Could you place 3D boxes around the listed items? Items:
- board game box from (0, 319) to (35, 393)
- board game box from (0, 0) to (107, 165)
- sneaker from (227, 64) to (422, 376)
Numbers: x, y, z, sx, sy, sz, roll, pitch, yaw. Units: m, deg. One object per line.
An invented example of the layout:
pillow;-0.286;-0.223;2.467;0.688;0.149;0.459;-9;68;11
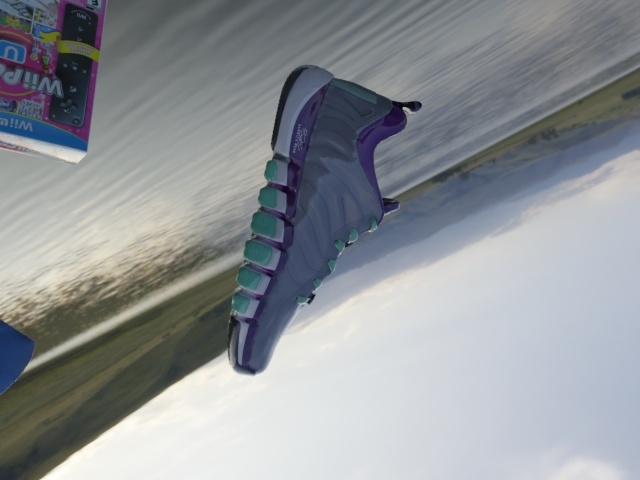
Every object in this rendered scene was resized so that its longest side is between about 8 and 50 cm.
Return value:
board game box;-0.434;0.158;0.619;0.169;0.033;0.133;21;-137;24
board game box;-0.494;-0.302;0.843;0.224;0.303;0.098;10;167;-35
sneaker;0.000;0.000;0.351;0.098;0.223;0.083;14;-168;-4
